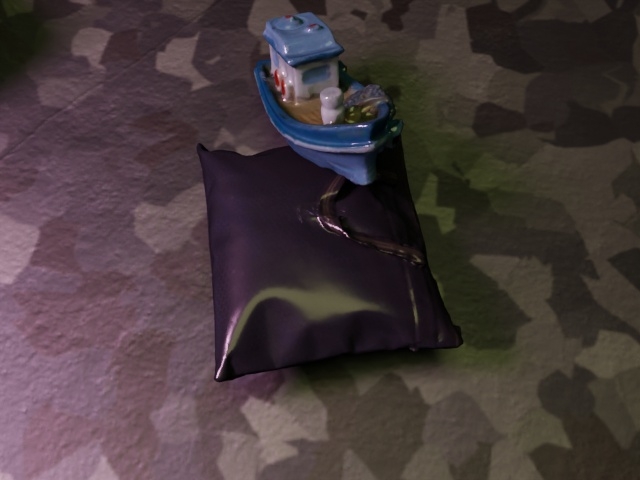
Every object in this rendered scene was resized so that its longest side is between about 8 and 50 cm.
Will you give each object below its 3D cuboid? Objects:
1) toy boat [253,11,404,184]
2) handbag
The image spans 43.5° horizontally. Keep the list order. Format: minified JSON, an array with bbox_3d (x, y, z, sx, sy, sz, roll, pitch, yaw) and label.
[{"bbox_3d":[0.005,-0.138,0.739,0.109,0.098,0.238,-14,37,-15],"label":"toy boat"},{"bbox_3d":[0.000,0.000,0.728,0.211,0.088,0.254,-5,56,-7],"label":"handbag"}]
